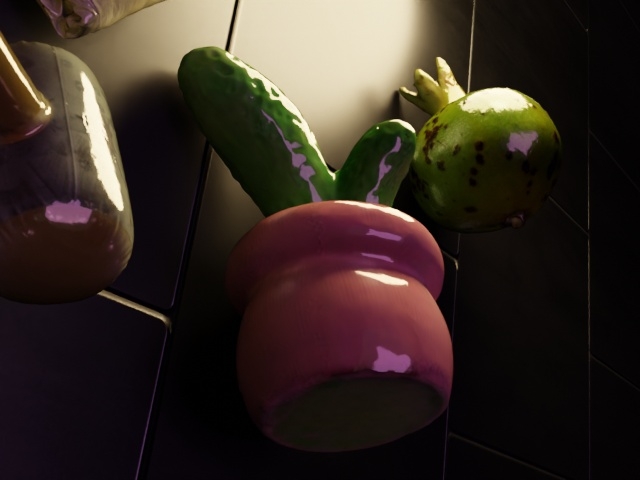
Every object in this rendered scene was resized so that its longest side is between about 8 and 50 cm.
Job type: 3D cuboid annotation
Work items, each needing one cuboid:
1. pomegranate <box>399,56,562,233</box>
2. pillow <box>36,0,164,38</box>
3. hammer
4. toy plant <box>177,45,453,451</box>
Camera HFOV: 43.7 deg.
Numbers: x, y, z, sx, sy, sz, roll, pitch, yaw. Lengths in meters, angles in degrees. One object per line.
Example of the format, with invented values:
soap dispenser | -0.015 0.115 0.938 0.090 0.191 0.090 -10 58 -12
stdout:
pomegranate | 0.208 -0.127 1.076 0.211 0.211 0.263 1 58 -51
pillow | -0.191 -0.260 0.693 0.181 0.078 0.134 -44 116 -46
hammer | -0.208 -0.105 0.486 0.305 0.113 0.202 79 -11 -55
toy plant | -0.003 0.006 0.769 0.317 0.210 0.356 32 45 -41
